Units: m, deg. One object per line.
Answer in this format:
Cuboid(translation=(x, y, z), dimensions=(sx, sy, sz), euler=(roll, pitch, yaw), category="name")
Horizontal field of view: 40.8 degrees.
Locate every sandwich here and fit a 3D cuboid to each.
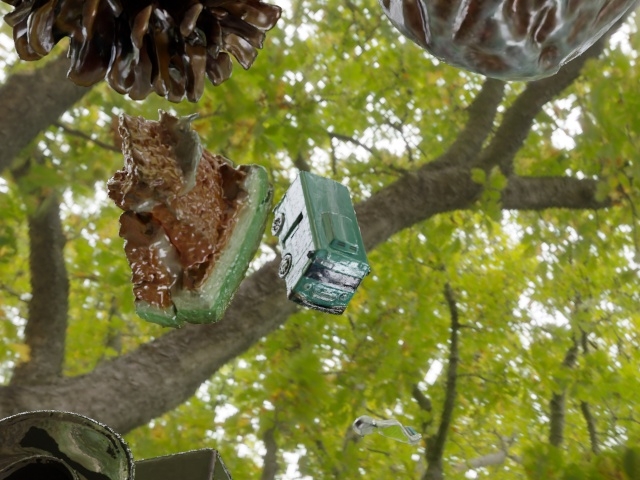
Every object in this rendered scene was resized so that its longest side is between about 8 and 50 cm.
Cuboid(translation=(-0.132, -0.018, 0.822), dimensions=(0.109, 0.160, 0.185), euler=(6, -109, 23), category="sandwich")

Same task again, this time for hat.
Cuboid(translation=(-0.122, 0.132, 0.366), dimensions=(0.121, 0.050, 0.121), euler=(-16, -138, 16), category="hat")

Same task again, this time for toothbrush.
Cuboid(translation=(0.077, 0.206, 0.924), dimensions=(0.022, 0.263, 0.026), euler=(-43, -111, 3), category="toothbrush")

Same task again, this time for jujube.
Cuboid(translation=(0.187, -0.289, 0.715), dimensions=(0.317, 0.226, 0.226), euler=(-55, -131, 17), category="jujube")

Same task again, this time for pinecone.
Cuboid(translation=(-0.121, -0.183, 0.594), dimensions=(0.207, 0.207, 0.208), euler=(-15, -119, 29), category="pinecone")

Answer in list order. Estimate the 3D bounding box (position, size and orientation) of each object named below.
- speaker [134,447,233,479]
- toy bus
Cuboid(translation=(-0.245, 0.438, 1.183), dimensions=(0.253, 0.184, 0.232), euler=(-11, -144, 11), category="speaker")
Cuboid(translation=(0.000, 0.000, 0.996), dimensions=(0.092, 0.079, 0.160), euler=(-56, -151, 32), category="toy bus")
